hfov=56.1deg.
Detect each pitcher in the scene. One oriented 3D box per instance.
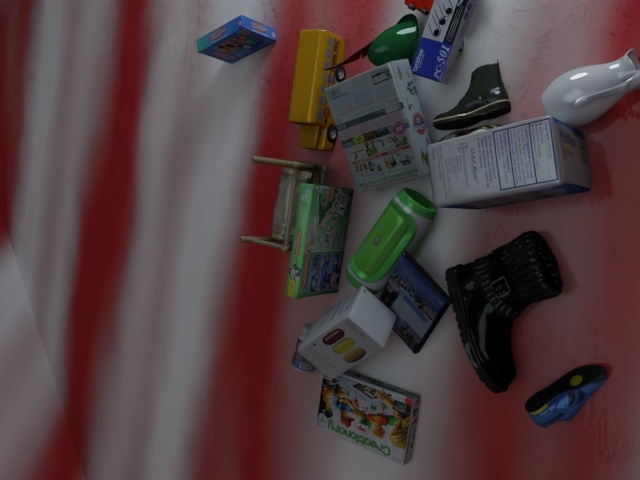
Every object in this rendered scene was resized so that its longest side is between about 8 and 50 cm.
[{"bbox_3d":[0.597,-0.325,1.316,0.207,0.178,0.126,-23,100,32],"label":"pitcher"}]

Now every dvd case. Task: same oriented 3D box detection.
[{"bbox_3d":[0.242,0.171,1.607,0.180,0.022,0.253,49,144,25],"label":"dvd case"}]

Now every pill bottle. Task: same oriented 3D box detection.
[{"bbox_3d":[-0.037,0.330,1.846,0.078,0.078,0.137,24,104,33],"label":"pill bottle"}]

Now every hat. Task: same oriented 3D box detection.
[{"bbox_3d":[0.139,-0.521,1.607,0.173,0.183,0.209,-122,44,-56],"label":"hat"}]

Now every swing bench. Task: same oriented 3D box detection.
[{"bbox_3d":[-0.086,-0.107,1.774,0.165,0.254,0.254,13,99,28],"label":"swing bench"}]

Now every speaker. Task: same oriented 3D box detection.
[{"bbox_3d":[0.189,0.006,1.648,0.131,0.131,0.297,45,115,27],"label":"speaker"}]

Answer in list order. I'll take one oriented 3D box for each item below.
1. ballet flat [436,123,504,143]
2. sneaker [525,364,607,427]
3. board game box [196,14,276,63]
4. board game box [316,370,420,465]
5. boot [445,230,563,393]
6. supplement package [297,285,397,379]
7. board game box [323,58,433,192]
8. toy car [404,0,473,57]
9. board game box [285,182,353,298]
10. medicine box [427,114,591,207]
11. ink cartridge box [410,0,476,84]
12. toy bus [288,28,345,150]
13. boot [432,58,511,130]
[{"bbox_3d":[0.373,-0.259,1.544,0.206,0.067,0.073,-14,79,35],"label":"ballet flat"},{"bbox_3d":[0.587,0.369,1.410,0.209,0.069,0.082,-40,101,20],"label":"sneaker"},{"bbox_3d":[-0.274,-0.650,1.953,0.210,0.160,0.047,-14,82,35],"label":"board game box"},{"bbox_3d":[0.132,0.497,1.740,0.305,0.053,0.193,12,98,35],"label":"board game box"},{"bbox_3d":[0.465,0.174,1.445,0.260,0.131,0.348,-25,76,34],"label":"boot"},{"bbox_3d":[0.073,0.259,1.674,0.139,0.134,0.244,41,132,-8],"label":"supplement package"},{"bbox_3d":[0.165,-0.301,1.616,0.223,0.097,0.304,-11,102,40],"label":"board game box"},{"bbox_3d":[0.340,-0.577,1.574,0.238,0.053,0.225,-5,88,37],"label":"toy car"},{"bbox_3d":[0.000,0.000,1.731,0.046,0.213,0.318,13,98,34],"label":"board game box"},{"bbox_3d":[0.435,-0.166,1.380,0.289,0.263,0.149,-8,86,36],"label":"medicine box"},{"bbox_3d":[0.310,-0.515,1.533,0.097,0.046,0.207,29,109,34],"label":"ink cartridge box"},{"bbox_3d":[-0.013,-0.440,1.784,0.108,0.130,0.333,13,98,35],"label":"toy bus"},{"bbox_3d":[0.379,-0.370,1.544,0.197,0.077,0.137,-12,79,22],"label":"boot"}]
